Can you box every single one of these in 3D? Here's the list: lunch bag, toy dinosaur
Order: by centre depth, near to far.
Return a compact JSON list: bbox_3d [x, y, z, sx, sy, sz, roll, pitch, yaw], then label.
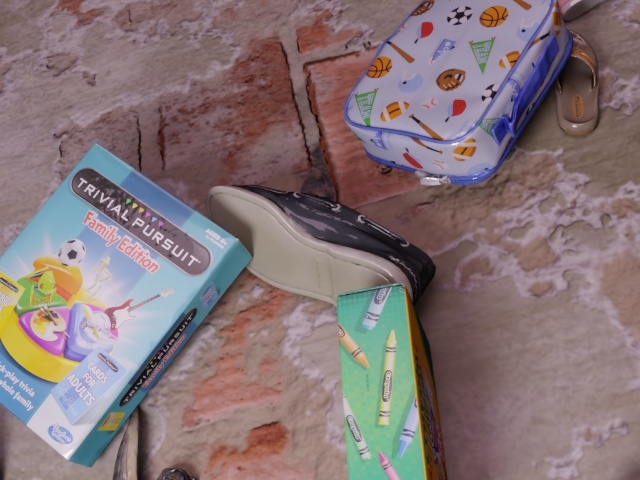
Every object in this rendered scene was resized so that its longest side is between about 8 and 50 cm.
[{"bbox_3d":[-0.218,0.316,1.143,0.118,0.064,0.268,-6,54,23],"label":"toy dinosaur"},{"bbox_3d":[0.189,-0.211,1.285,0.243,0.115,0.303,18,66,38],"label":"lunch bag"}]

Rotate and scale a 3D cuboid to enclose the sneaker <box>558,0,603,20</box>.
[{"bbox_3d":[0.393,-0.377,1.379,0.134,0.051,0.070,-28,60,4],"label":"sneaker"}]

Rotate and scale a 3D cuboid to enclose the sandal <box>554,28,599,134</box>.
[{"bbox_3d":[0.343,-0.225,1.302,0.072,0.049,0.180,-8,57,13],"label":"sandal"}]

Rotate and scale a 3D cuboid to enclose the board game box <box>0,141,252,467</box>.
[{"bbox_3d":[-0.293,0.076,1.232,0.254,0.079,0.336,33,79,19],"label":"board game box"}]

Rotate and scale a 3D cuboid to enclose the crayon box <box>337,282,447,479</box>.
[{"bbox_3d":[0.083,0.208,1.045,0.081,0.165,0.278,-11,57,12],"label":"crayon box"}]

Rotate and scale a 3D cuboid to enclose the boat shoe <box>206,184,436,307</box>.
[{"bbox_3d":[0.000,-0.003,1.242,0.340,0.127,0.113,20,38,36],"label":"boat shoe"}]
